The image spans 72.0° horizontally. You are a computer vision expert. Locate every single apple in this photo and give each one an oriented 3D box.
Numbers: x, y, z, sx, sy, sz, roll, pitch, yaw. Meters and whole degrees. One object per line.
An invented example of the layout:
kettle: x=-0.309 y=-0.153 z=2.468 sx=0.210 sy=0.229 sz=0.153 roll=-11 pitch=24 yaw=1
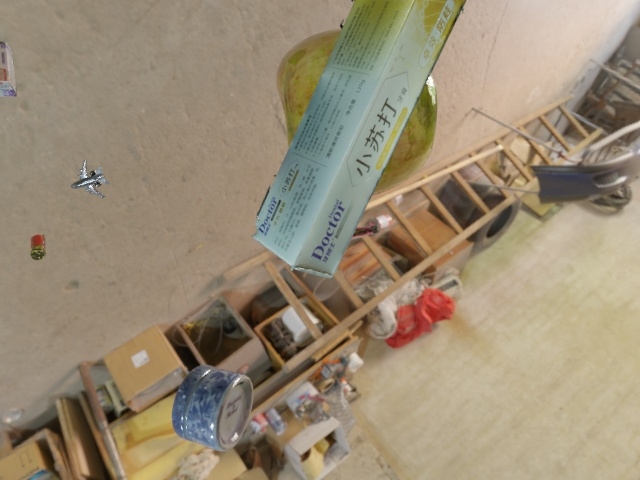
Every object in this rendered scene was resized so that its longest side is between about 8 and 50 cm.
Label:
apple: x=0.055 y=-0.189 z=0.666 sx=0.226 sy=0.246 sz=0.246 roll=-9 pitch=142 yaw=-2

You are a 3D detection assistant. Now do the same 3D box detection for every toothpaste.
toothpaste: x=0.032 y=-0.120 z=0.445 sx=0.071 sy=0.089 sz=0.313 roll=18 pitch=99 yaw=-48
toothpaste: x=-0.707 y=-0.382 z=0.974 sx=0.047 sy=0.196 sz=0.040 roll=-10 pitch=139 yaw=-29

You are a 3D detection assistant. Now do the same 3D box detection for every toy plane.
toy plane: x=-0.455 y=-0.117 z=0.866 sx=0.031 sy=0.083 sz=0.079 roll=-52 pitch=126 yaw=-63

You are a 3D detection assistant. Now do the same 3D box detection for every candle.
candle: x=-1.085 y=0.018 z=1.692 sx=0.052 sy=0.131 sz=0.052 roll=-17 pitch=133 yaw=-19

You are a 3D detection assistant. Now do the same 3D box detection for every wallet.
wallet: x=0.000 y=0.000 z=0.894 sx=0.119 sy=0.025 sz=0.232 roll=-9 pitch=177 yaw=-31

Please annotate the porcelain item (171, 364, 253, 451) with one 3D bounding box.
porcelain item: x=-0.214 y=0.328 z=0.874 sx=0.147 sy=0.114 sz=0.147 roll=8 pitch=90 yaw=-71
